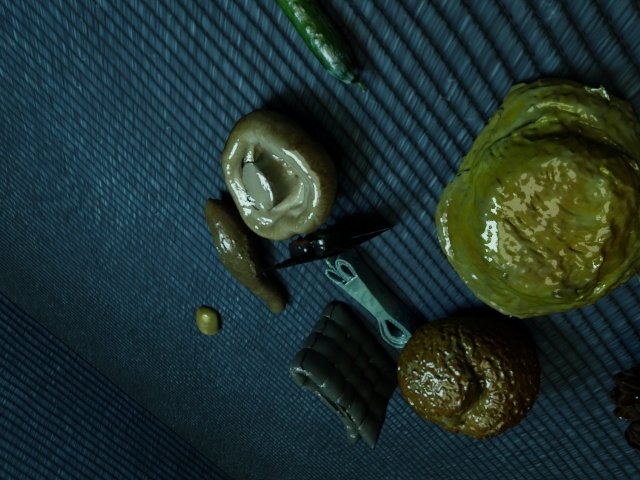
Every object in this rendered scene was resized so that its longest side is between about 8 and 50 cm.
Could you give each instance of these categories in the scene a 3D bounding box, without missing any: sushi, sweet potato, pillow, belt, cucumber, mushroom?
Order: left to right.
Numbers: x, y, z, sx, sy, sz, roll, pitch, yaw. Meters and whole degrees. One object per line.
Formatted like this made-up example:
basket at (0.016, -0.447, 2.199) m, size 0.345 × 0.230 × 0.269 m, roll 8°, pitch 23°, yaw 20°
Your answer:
sweet potato at (-0.189, 0.057, 1.053) m, size 0.109 × 0.109 × 0.386 m, roll -5°, pitch 124°, yaw 32°
mushroom at (-0.084, -0.117, 0.807) m, size 0.277 × 0.146 × 0.279 m, roll 19°, pitch 128°, yaw 26°
cucumber at (-0.008, -0.336, 0.650) m, size 0.056 × 0.056 × 0.250 m, roll -26°, pitch 109°, yaw 41°
sushi at (0.000, 0.000, 0.840) m, size 0.231 × 0.219 × 0.047 m, roll -15°, pitch 95°, yaw 37°
pillow at (0.075, 0.350, 1.067) m, size 0.101 × 0.228 × 0.326 m, roll -15°, pitch 120°, yaw 44°
belt at (0.119, 0.136, 0.969) m, size 0.087 × 0.072 × 0.302 m, roll -30°, pitch 109°, yaw 40°

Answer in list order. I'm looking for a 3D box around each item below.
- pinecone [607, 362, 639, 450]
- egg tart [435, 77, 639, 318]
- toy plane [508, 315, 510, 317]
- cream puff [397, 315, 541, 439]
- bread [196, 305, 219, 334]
pinecone at (0.668, 0.303, 0.687) m, size 0.297 × 0.242 × 0.296 m, roll -11°, pitch 119°, yaw 28°
egg tart at (0.347, -0.029, 0.606) m, size 0.339 × 0.153 × 0.352 m, roll 36°, pitch 116°, yaw 1°
toy plane at (0.380, 0.042, 0.749) m, size 0.126 × 0.077 × 0.194 m, roll -20°, pitch 108°, yaw 35°
cream puff at (0.315, 0.304, 0.880) m, size 0.302 × 0.212 × 0.303 m, roll 6°, pitch 135°, yaw 6°
bread at (-0.385, 0.277, 1.383) m, size 0.082 × 0.056 × 0.115 m, roll 22°, pitch 135°, yaw 10°
